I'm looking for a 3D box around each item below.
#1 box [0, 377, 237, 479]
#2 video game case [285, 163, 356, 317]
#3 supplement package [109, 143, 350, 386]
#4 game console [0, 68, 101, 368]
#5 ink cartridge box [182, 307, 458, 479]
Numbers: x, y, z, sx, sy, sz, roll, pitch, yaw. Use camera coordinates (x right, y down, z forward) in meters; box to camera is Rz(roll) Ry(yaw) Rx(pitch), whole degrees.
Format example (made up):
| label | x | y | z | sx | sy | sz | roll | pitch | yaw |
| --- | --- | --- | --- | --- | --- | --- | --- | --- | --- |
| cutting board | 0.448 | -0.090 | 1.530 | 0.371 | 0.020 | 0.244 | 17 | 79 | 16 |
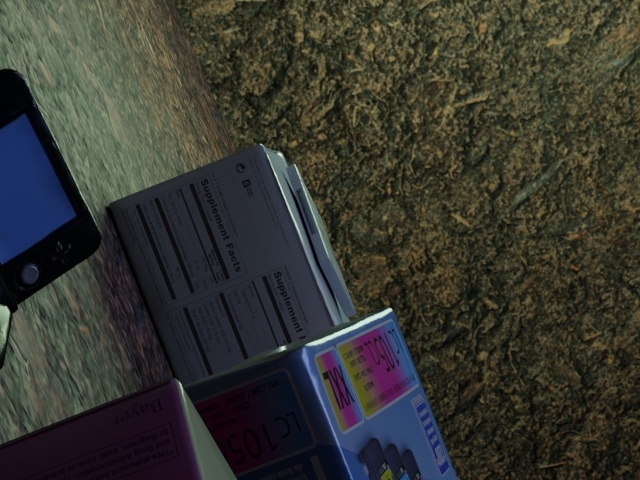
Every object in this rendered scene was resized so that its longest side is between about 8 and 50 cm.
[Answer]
| label | x | y | z | sx | sy | sz | roll | pitch | yaw |
| --- | --- | --- | --- | --- | --- | --- | --- | --- | --- |
| box | -0.057 | 0.227 | 0.816 | 0.213 | 0.117 | 0.243 | 65 | 3 | -48 |
| video game case | 0.000 | 0.000 | 1.691 | 0.087 | 0.011 | 0.122 | 64 | 5 | -48 |
| supplement package | -0.071 | 0.034 | 1.703 | 0.262 | 0.145 | 0.204 | -22 | 91 | -87 |
| game console | -0.169 | -0.013 | 1.003 | 0.071 | 0.107 | 0.122 | 22 | -40 | 53 |
| ink cartridge box | 0.030 | 0.266 | 1.363 | 0.270 | 0.151 | 0.395 | -16 | 86 | -74 |
